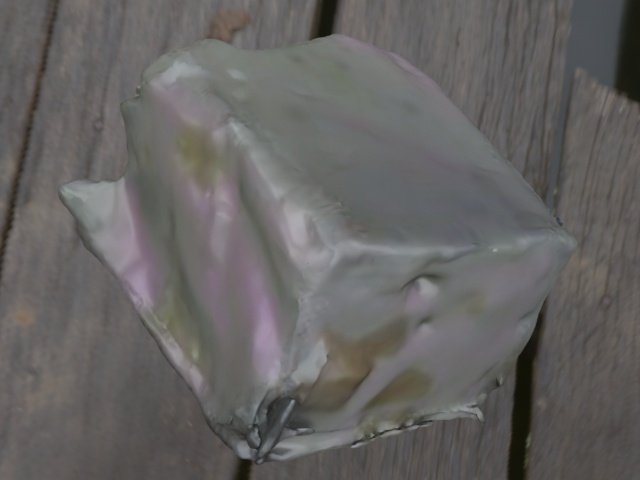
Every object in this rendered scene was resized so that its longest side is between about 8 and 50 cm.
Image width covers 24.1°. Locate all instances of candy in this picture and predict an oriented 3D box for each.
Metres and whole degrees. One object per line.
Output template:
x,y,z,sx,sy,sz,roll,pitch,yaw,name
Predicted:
0.000,0.000,0.738,0.184,0.137,0.195,-5,42,-37,candy
